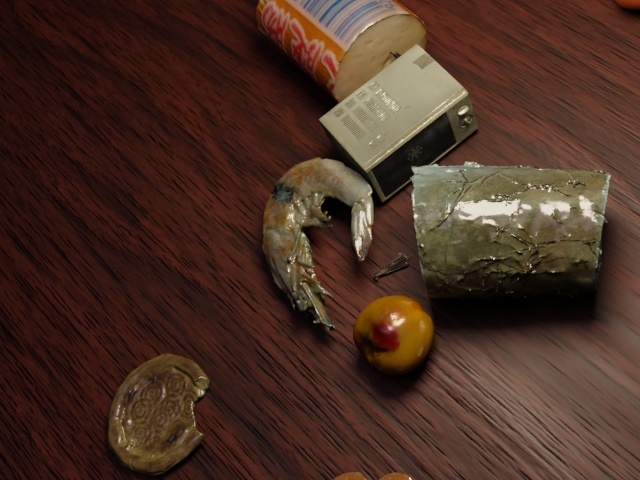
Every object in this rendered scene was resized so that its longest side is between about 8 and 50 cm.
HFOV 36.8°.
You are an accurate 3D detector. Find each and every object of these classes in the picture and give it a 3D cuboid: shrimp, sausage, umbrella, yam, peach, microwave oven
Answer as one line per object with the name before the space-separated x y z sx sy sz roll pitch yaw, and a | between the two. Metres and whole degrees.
shrimp | 0.000 0.000 1.791 0.247 0.085 0.360 -24 58 25
sausage | 0.040 -0.425 1.938 0.233 0.233 0.287 -42 58 -5
umbrella | 0.133 0.046 1.778 0.083 0.020 0.031 -35 56 6
yam | 0.313 -0.017 1.635 0.348 0.241 0.241 0 63 18
peach | 0.130 0.160 1.656 0.138 0.138 0.138 -9 61 16
microwave oven | 0.147 -0.225 1.841 0.240 0.145 0.194 -38 56 -2

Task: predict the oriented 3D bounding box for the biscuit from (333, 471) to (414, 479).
biscuit | 0.071 0.497 1.551 0.166 0.036 0.250 -2 59 20

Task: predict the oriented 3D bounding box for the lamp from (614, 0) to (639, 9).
lamp | 0.611 -0.533 1.809 0.164 0.187 0.187 -14 59 18

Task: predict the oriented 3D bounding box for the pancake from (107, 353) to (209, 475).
pancake | -0.302 0.321 1.788 0.212 0.029 0.235 -15 57 14
